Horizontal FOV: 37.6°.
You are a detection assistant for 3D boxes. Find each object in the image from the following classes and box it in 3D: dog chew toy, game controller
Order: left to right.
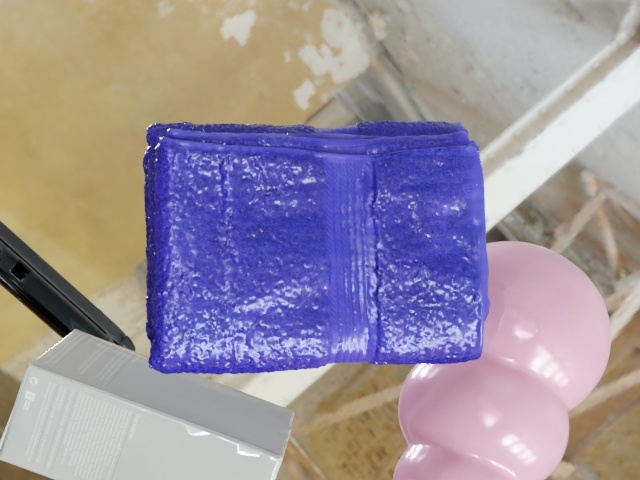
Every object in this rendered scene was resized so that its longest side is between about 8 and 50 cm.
[{"bbox_3d":[-0.344,0.051,1.080,0.319,0.067,0.166,47,157,-21],"label":"game controller"},{"bbox_3d":[0.175,0.168,0.986,0.206,0.332,0.207,21,156,10],"label":"dog chew toy"}]

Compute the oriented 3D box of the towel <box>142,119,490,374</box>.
[{"bbox_3d":[0.000,0.000,0.831,0.076,0.308,0.228,139,129,-74],"label":"towel"}]

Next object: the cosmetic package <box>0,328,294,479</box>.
[{"bbox_3d":[-0.151,0.177,0.861,0.238,0.107,0.127,23,-170,2],"label":"cosmetic package"}]
